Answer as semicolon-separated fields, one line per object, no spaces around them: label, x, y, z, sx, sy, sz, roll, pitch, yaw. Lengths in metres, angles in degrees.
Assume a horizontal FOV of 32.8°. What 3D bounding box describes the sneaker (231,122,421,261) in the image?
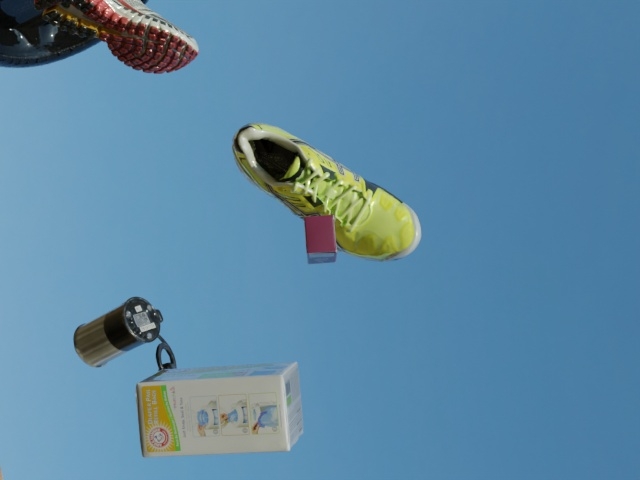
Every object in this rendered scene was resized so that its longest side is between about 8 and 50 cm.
sneaker;-0.002;-0.079;1.918;0.385;0.147;0.145;29;-89;11

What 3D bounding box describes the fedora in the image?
fedora;-0.401;-0.402;1.602;0.334;0.334;0.152;-46;-112;40

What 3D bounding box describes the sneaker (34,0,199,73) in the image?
sneaker;-0.248;-0.291;1.382;0.088;0.225;0.092;-30;-135;40

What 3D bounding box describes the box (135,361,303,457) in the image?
box;-0.135;0.228;1.479;0.203;0.114;0.103;-4;-88;9

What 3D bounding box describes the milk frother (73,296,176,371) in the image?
milk frother;-0.330;0.188;1.882;0.135;0.129;0.143;-27;-114;33

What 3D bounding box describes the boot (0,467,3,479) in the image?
boot;-0.589;0.411;1.737;0.109;0.220;0.283;-45;-101;5

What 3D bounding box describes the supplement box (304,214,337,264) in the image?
supplement box;0.000;0.000;1.527;0.083;0.043;0.055;91;-5;-78
